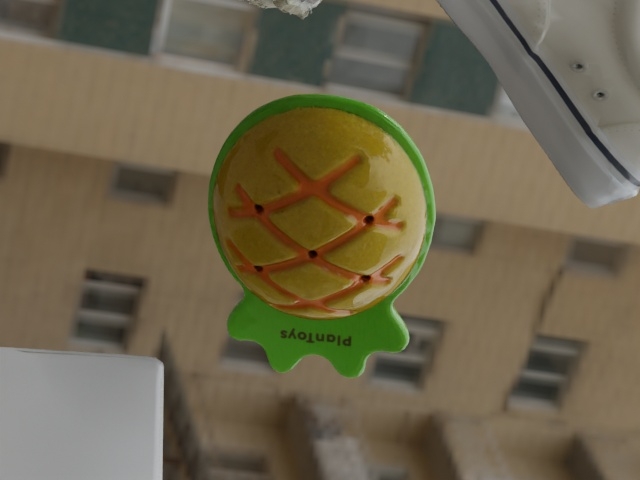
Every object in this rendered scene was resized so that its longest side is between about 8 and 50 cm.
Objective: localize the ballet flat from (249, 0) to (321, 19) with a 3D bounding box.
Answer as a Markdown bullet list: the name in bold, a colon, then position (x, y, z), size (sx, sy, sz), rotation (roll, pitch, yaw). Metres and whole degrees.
- **ballet flat**: position (-0.107, -0.326, 1.599), size (0.409, 0.147, 0.147), rotation (59, 20, -50)

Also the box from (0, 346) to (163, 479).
- **box**: position (-0.242, 0.171, 1.123), size (0.345, 0.215, 0.168), rotation (148, -57, -65)

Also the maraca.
- **maraca**: position (0.000, 0.000, 1.092), size (0.099, 0.127, 0.185), rotation (-73, 167, -57)

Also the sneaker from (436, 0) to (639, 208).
- **sneaker**: position (0.096, -0.131, 0.854), size (0.091, 0.258, 0.094), rotation (-29, -149, 19)
